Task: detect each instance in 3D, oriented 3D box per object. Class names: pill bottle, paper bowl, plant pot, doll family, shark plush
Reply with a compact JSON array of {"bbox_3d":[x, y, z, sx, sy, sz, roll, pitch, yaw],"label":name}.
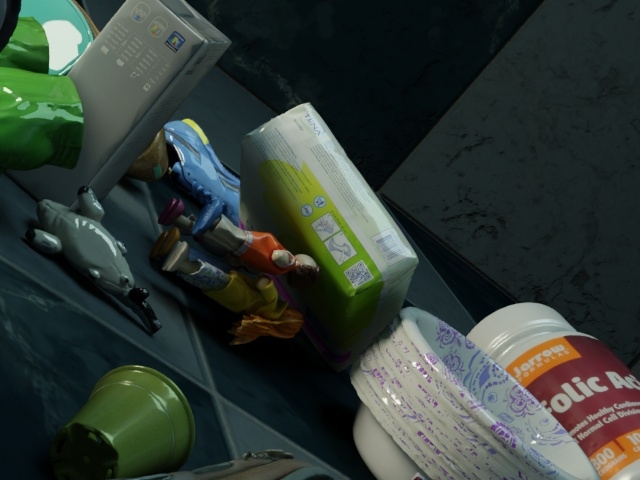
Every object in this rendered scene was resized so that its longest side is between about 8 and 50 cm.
[{"bbox_3d":[0.342,0.260,1.728,0.224,0.224,0.392,35,11,-35],"label":"pill bottle"},{"bbox_3d":[0.148,0.215,1.391,0.284,0.148,0.284,40,9,-8],"label":"paper bowl"},{"bbox_3d":[-0.138,0.133,0.869,0.083,0.083,0.079,42,22,9],"label":"plant pot"},{"bbox_3d":[-0.095,0.044,1.402,0.163,0.118,0.263,31,-6,-18],"label":"doll family"},{"bbox_3d":[-0.200,0.016,1.215,0.161,0.073,0.067,36,-21,-3],"label":"shark plush"}]

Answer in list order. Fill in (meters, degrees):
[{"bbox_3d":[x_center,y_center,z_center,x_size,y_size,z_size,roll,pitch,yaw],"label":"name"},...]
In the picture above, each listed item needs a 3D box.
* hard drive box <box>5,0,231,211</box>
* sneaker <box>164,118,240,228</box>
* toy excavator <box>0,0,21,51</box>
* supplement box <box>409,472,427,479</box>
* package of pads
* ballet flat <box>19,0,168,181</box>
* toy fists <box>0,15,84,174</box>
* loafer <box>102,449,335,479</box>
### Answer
[{"bbox_3d":[-0.208,-0.145,1.361,0.089,0.232,0.181,40,9,-2],"label":"hard drive box"},{"bbox_3d":[-0.159,-0.073,1.794,0.209,0.069,0.082,51,44,8],"label":"sneaker"},{"bbox_3d":[-0.447,-0.235,0.736,0.222,0.433,0.445,48,-16,36],"label":"toy excavator"},{"bbox_3d":[0.108,0.297,1.084,0.130,0.073,0.239,41,10,-7],"label":"supplement box"},{"bbox_3d":[0.000,0.000,1.495,0.229,0.101,0.296,56,-16,16],"label":"package of pads"},{"bbox_3d":[-0.292,-0.191,1.672,0.342,0.116,0.124,47,-9,30],"label":"ballet flat"},{"bbox_3d":[-0.317,-0.135,1.203,0.142,0.096,0.279,2,30,-25],"label":"toy fists"},{"bbox_3d":[-0.069,0.176,0.884,0.084,0.096,0.267,38,10,18],"label":"loafer"}]
